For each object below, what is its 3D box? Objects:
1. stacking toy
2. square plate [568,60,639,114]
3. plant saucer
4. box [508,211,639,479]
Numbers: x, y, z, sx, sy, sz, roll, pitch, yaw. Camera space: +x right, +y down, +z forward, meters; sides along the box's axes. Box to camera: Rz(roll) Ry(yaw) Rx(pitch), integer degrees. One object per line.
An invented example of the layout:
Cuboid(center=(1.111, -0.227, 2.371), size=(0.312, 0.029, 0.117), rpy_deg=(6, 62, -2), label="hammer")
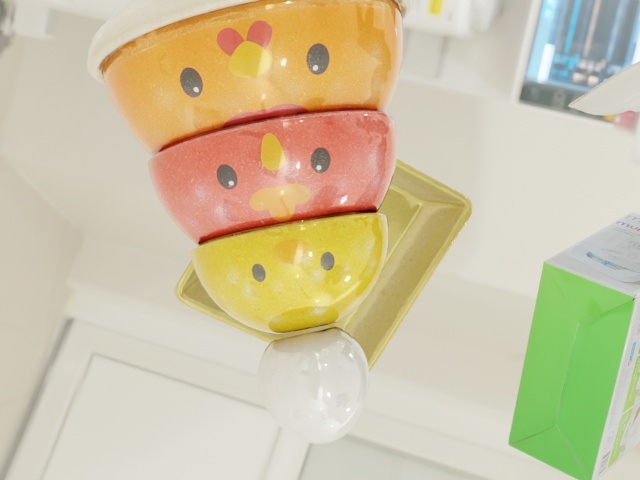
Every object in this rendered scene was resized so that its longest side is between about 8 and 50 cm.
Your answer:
Cuboid(center=(-0.029, -0.027, 1.255), size=(0.350, 0.350, 0.480), rpy_deg=(-2, 78, -71), label="stacking toy")
Cuboid(center=(0.491, -0.225, 1.326), size=(0.347, 0.344, 0.049), rpy_deg=(150, -83, -79), label="square plate")
Cuboid(center=(0.000, 0.000, 1.751), size=(0.333, 0.332, 0.081), rpy_deg=(-58, -158, 13), label="plant saucer")
Cuboid(center=(0.362, 0.127, 1.468), size=(0.231, 0.127, 0.262), rpy_deg=(-25, 129, -46), label="box")
